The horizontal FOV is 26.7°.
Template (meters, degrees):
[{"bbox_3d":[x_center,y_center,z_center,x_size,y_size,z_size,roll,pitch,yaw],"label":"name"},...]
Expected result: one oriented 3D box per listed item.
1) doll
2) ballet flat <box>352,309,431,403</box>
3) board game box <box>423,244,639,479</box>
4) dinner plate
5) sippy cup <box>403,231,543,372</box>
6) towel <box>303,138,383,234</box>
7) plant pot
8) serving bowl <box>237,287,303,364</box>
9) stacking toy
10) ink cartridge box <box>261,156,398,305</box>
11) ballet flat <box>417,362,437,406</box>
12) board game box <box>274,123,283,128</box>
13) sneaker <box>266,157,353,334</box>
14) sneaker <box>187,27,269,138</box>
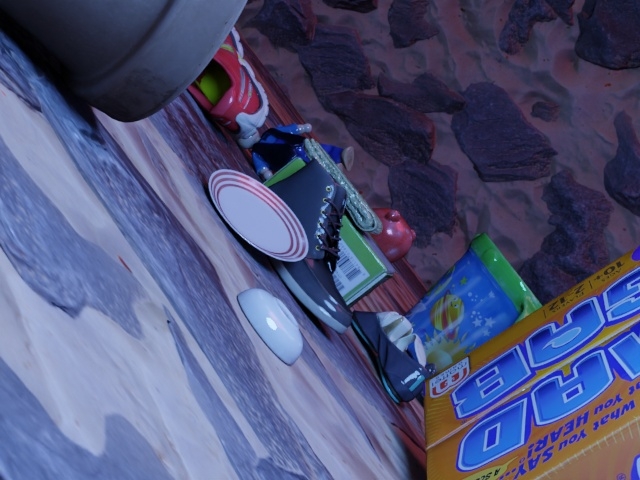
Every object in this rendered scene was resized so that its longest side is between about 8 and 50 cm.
[{"bbox_3d":[-0.044,-0.138,2.064,0.189,0.129,0.046,16,-37,22],"label":"doll"},{"bbox_3d":[0.098,0.140,1.784,0.074,0.074,0.203,49,6,-30],"label":"ballet flat"},{"bbox_3d":[0.352,0.257,1.382,0.356,0.356,0.356,53,13,-13],"label":"board game box"},{"bbox_3d":[-0.073,-0.025,1.534,0.141,0.017,0.141,35,24,-18],"label":"dinner plate"},{"bbox_3d":[0.256,0.143,2.249,0.240,0.224,0.305,54,5,21],"label":"sippy cup"},{"bbox_3d":[0.027,-0.068,1.733,0.148,0.027,0.110,52,4,7],"label":"towel"},{"bbox_3d":[-0.206,-0.263,1.156,0.229,0.263,0.263,26,20,-32],"label":"plant pot"},{"bbox_3d":[-0.042,0.076,1.266,0.083,0.027,0.083,51,6,-7],"label":"serving bowl"},{"bbox_3d":[0.019,-0.082,2.213,0.279,0.130,0.309,56,6,29],"label":"stacking toy"},{"bbox_3d":[0.011,-0.001,1.821,0.189,0.097,0.255,53,4,7],"label":"ink cartridge box"},{"bbox_3d":[0.191,0.253,1.934,0.173,0.049,0.057,52,7,-3],"label":"ballet flat"},{"bbox_3d":[-0.027,-0.124,2.552,0.160,0.039,0.211,51,7,-21],"label":"board game box"},{"bbox_3d":[0.000,0.000,1.604,0.222,0.118,0.083,56,6,30],"label":"sneaker"},{"bbox_3d":[-0.172,-0.273,2.016,0.118,0.107,0.279,28,21,-55],"label":"sneaker"}]
